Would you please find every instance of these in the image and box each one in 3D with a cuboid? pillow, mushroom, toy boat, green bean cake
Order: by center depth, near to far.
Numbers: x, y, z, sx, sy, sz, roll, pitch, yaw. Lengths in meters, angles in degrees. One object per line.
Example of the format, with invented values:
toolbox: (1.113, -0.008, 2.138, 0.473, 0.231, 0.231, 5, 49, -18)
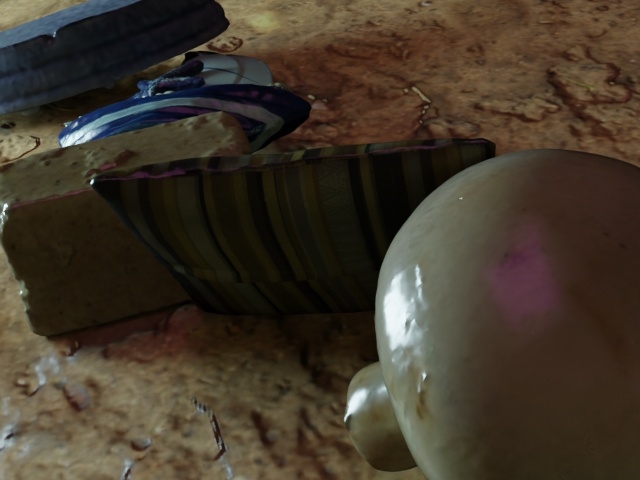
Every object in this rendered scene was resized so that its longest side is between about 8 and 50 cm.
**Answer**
mushroom: (0.098, 0.067, 0.514, 0.215, 0.207, 0.207, -29, 13, 43)
pillow: (0.000, 0.000, 0.625, 0.212, 0.208, 0.052, -4, 69, 11)
green bean cake: (-0.129, -0.013, 0.743, 0.179, 0.109, 0.085, -13, 31, -8)
toy boat: (-0.136, -0.122, 0.971, 0.210, 0.070, 0.291, -15, 25, -12)
toy boat: (-0.232, -0.194, 1.074, 0.283, 0.078, 0.127, -20, 22, -4)
